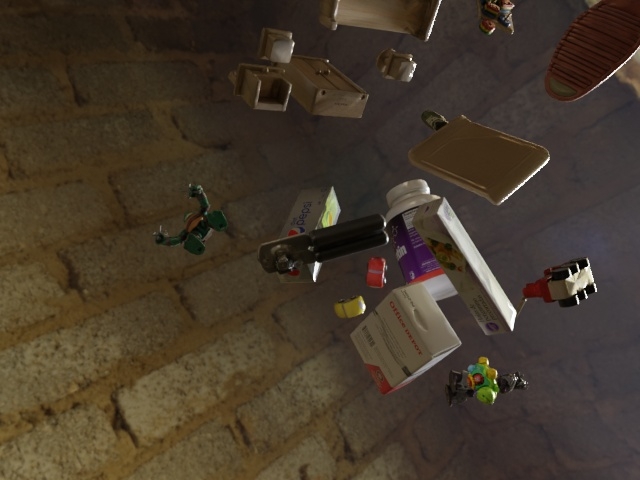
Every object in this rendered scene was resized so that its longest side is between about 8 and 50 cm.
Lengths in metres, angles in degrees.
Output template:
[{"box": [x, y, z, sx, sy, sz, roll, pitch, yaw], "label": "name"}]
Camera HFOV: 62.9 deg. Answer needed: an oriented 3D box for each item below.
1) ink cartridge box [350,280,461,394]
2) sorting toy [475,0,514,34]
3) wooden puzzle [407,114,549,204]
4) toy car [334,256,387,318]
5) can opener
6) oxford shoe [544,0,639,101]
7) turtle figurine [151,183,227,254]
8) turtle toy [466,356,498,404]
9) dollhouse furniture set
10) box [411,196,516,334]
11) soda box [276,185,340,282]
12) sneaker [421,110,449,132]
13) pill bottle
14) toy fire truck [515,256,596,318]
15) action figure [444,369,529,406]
[{"box": [0.190, 0.230, 1.222, 0.100, 0.171, 0.237, -14, 153, -33], "label": "ink cartridge box"}, {"box": [0.581, -0.766, 1.721, 0.133, 0.274, 0.046, 16, 146, -16], "label": "sorting toy"}, {"box": [0.352, -0.183, 1.176, 0.221, 0.239, 0.044, -37, 144, -27], "label": "wooden puzzle"}, {"box": [0.183, 0.199, 1.612, 0.239, 0.225, 0.053, -53, 178, 17], "label": "toy car"}, {"box": [0.000, 0.000, 1.134, 0.284, 0.075, 0.095, -15, -155, -5], "label": "can opener"}, {"box": [0.638, -0.456, 1.133, 0.397, 0.140, 0.146, -51, 162, 8], "label": "oxford shoe"}, {"box": [-0.310, -0.045, 1.268, 0.234, 0.118, 0.175, 27, -89, 56], "label": "turtle figurine"}, {"box": [0.423, 0.373, 1.365, 0.066, 0.095, 0.130, -11, -154, -5], "label": "turtle toy"}, {"box": [0.021, -0.402, 0.847, 0.304, 0.173, 0.355, -5, 129, -31], "label": "dollhouse furniture set"}, {"box": [0.302, 0.059, 1.086, 0.063, 0.324, 0.067, -20, -155, 41], "label": "box"}, {"box": [-0.033, -0.020, 1.355, 0.098, 0.091, 0.286, -4, -140, 22], "label": "soda box"}, {"box": [0.454, -0.452, 2.019, 0.064, 0.192, 0.086, -50, 150, 15], "label": "sneaker"}, {"box": [0.291, 0.000, 1.459, 0.182, 0.322, 0.181, -15, 159, -6], "label": "pill bottle"}, {"box": [0.758, 0.167, 1.747, 0.217, 0.158, 0.246, -17, -179, -40], "label": "toy fire truck"}, {"box": [0.579, 0.506, 1.799, 0.285, 0.099, 0.185, -1, 139, -5], "label": "action figure"}]
